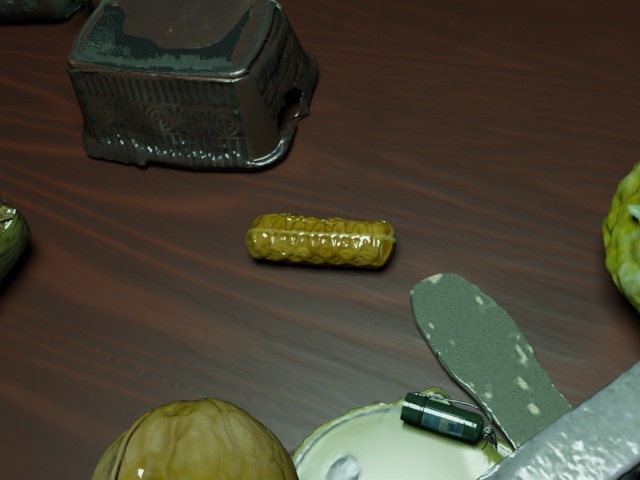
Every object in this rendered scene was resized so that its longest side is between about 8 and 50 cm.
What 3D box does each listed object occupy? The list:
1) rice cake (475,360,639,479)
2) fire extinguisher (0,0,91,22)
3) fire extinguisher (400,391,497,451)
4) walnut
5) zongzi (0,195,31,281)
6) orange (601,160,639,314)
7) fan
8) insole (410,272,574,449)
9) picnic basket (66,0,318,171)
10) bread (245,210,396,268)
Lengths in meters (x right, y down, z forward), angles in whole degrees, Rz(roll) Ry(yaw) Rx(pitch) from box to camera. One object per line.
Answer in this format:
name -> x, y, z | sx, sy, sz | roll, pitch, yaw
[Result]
rice cake -> 0.143, 0.203, 0.492 | 0.365, 0.056, 0.073 | -34, 49, -12
fire extinguisher -> -0.453, -0.357, 0.989 | 0.267, 0.072, 0.089 | 3, 50, 12
fire extinguisher -> 0.112, 0.150, 0.563 | 0.083, 0.025, 0.038 | 15, 52, 19
walnut -> -0.090, 0.214, 0.484 | 0.167, 0.167, 0.207 | -16, 54, -1
zongzi -> -0.378, 0.107, 0.642 | 0.273, 0.145, 0.300 | -32, 73, -18
orange -> 0.412, -0.043, 0.545 | 0.271, 0.210, 0.368 | 37, 71, 26
fan -> 0.061, 0.266, 0.510 | 0.229, 0.011, 0.335 | 9, 58, 16
insole -> 0.162, 0.122, 0.590 | 0.081, 0.011, 0.248 | -25, 54, -10
picnic basket -> -0.166, -0.204, 0.801 | 0.296, 0.129, 0.223 | 7, 59, 16
bread -> 0.000, 0.000, 0.683 | 0.157, 0.044, 0.052 | 3, 54, 12
